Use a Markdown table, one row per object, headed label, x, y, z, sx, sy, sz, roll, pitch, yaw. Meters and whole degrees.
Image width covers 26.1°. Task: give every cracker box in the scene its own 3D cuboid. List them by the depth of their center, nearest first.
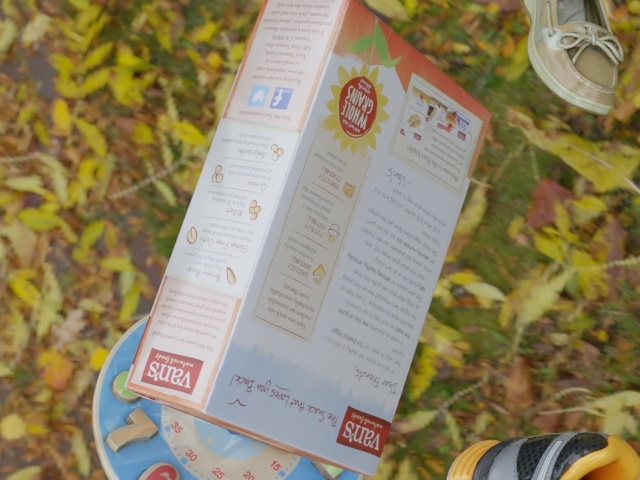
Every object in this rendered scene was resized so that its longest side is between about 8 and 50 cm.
| label | x | y | z | sx | sy | sz | roll | pitch | yaw |
| --- | --- | --- | --- | --- | --- | --- | --- | --- | --- |
| cracker box | 0.000 | 0.000 | 0.771 | 0.067 | 0.156 | 0.232 | 10 | 76 | 40 |

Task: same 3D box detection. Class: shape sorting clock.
| label | x | y | z | sx | sy | sz | roll | pitch | yaw |
| --- | --- | --- | --- | --- | --- | --- | --- | --- | --- |
| shape sorting clock | -0.062 | 0.131 | 0.998 | 0.206 | 0.206 | 0.040 | 60 | 143 | 22 |

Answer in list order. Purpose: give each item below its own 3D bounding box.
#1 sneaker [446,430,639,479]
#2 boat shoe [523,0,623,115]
| label | x | y | z | sx | sy | sz | roll | pitch | yaw |
| --- | --- | --- | --- | --- | --- | --- | --- | --- | --- |
| sneaker | 0.102 | 0.177 | 0.579 | 0.083 | 0.084 | 0.215 | -28 | 53 | 39 |
| boat shoe | 0.171 | -0.144 | 0.917 | 0.153 | 0.056 | 0.048 | -89 | 22 | -47 |
